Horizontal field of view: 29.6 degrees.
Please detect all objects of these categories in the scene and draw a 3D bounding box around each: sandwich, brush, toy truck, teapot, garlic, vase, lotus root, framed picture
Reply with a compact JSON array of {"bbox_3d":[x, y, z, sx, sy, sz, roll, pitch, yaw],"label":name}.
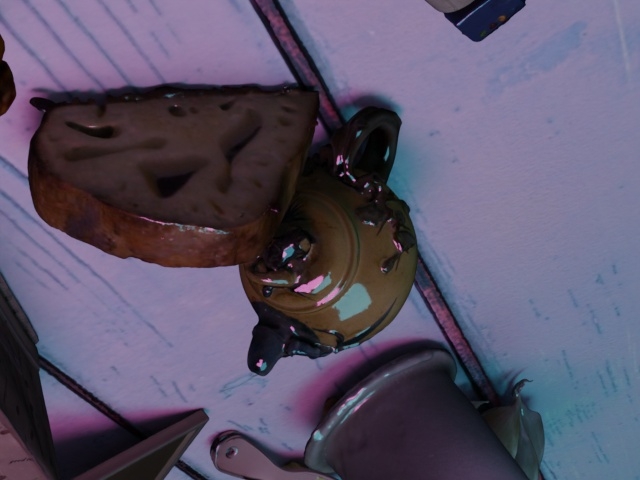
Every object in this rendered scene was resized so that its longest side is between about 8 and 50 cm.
[{"bbox_3d":[0.020,0.225,1.566,0.083,0.044,0.031,-28,155,-24],"label":"sandwich"},{"bbox_3d":[-0.056,0.323,1.659,0.313,0.067,0.072,36,85,-44],"label":"brush"},{"bbox_3d":[0.087,-0.226,0.923,0.074,0.088,0.201,-38,144,19],"label":"toy truck"},{"bbox_3d":[0.000,0.000,1.111,0.269,0.173,0.182,-66,159,7],"label":"teapot"},{"bbox_3d":[0.216,0.315,1.757,0.292,0.210,0.237,-31,112,20],"label":"garlic"},{"bbox_3d":[0.157,0.316,1.514,0.245,0.291,0.245,-30,152,-18],"label":"vase"},{"bbox_3d":[-0.108,-0.054,0.996,0.260,0.170,0.074,-2,139,-21],"label":"lotus root"},{"bbox_3d":[-0.287,0.326,1.435,0.315,0.024,0.232,-25,157,-48],"label":"framed picture"}]

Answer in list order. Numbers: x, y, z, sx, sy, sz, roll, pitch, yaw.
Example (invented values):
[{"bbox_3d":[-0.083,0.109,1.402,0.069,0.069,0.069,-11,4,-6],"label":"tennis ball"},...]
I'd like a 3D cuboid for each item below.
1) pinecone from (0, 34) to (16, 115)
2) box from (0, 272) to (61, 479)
[{"bbox_3d":[-0.305,-0.106,0.731,0.264,0.264,0.264,-16,146,-11],"label":"pinecone"},{"bbox_3d":[-0.379,0.130,1.066,0.225,0.190,0.297,-17,146,-6],"label":"box"}]
